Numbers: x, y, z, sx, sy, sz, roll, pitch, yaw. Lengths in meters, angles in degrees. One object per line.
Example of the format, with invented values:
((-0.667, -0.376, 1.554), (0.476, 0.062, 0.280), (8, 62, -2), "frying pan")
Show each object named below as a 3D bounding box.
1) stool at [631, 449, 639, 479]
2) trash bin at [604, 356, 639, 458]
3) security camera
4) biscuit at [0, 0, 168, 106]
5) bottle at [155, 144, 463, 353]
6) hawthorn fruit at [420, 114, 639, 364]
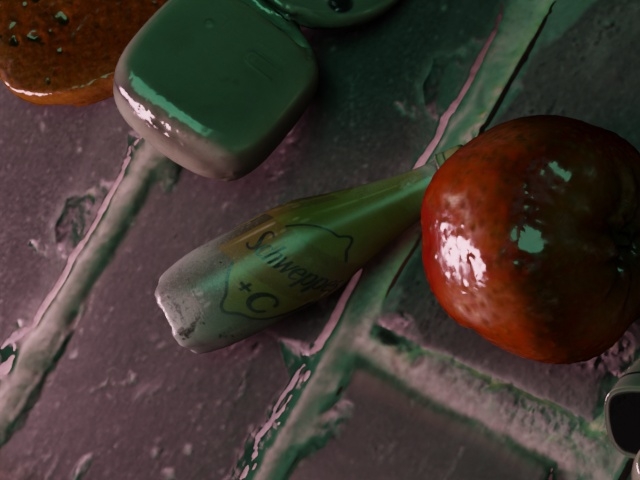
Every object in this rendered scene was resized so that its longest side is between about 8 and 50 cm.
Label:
((0.213, 0.264, 1.295), (0.195, 0.199, 0.195), (-33, 61, 11), "stool")
((0.267, 0.099, 1.340), (0.116, 0.130, 0.059), (4, 113, 29), "trash bin")
((-0.039, -0.188, 1.653), (0.157, 0.080, 0.301), (37, 74, 8), "security camera")
((-0.189, -0.248, 1.765), (0.257, 0.049, 0.273), (-4, 72, 21), "biscuit")
((0.000, 0.000, 1.561), (0.270, 0.083, 0.083), (-28, 61, 11), "bottle")
((0.148, -0.004, 1.449), (0.200, 0.179, 0.179), (10, 74, 40), "hawthorn fruit")
